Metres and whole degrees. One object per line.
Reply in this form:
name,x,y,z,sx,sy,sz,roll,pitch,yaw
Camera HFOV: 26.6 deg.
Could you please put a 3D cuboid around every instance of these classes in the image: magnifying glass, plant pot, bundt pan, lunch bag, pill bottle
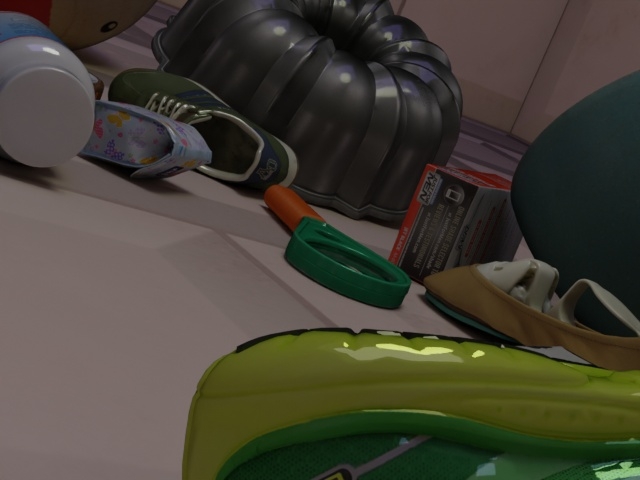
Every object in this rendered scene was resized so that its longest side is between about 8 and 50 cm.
magnifying glass,0.000,0.000,1.038,0.092,0.026,0.231,18,13,-23
plant pot,0.317,0.012,1.079,0.290,0.290,0.195,15,50,-37
bundt pan,0.005,-0.173,1.348,0.330,0.124,0.331,25,29,-15
lunch bag,-0.133,-0.074,1.041,0.083,0.053,0.071,16,6,17
pill bottle,-0.205,-0.103,0.933,0.087,0.087,0.160,18,11,-27

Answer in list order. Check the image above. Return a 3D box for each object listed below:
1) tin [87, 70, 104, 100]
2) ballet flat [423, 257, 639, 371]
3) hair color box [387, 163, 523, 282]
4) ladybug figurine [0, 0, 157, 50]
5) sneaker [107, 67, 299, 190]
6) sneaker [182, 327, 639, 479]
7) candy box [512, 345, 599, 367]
tin,-0.274,-0.161,1.229,0.189,0.040,0.106,30,8,33
ballet flat,0.166,0.054,0.971,0.080,0.073,0.232,14,13,-42
hair color box,0.125,-0.011,1.159,0.053,0.093,0.167,26,10,23
ladybug figurine,-0.397,-0.345,1.548,0.449,0.162,0.305,23,11,-2
sneaker,-0.112,-0.102,1.186,0.192,0.064,0.086,29,6,13
sneaker,0.100,0.102,0.427,0.295,0.124,0.109,9,-5,-7
candy box,0.139,0.118,0.585,0.196,0.070,0.165,30,12,30
